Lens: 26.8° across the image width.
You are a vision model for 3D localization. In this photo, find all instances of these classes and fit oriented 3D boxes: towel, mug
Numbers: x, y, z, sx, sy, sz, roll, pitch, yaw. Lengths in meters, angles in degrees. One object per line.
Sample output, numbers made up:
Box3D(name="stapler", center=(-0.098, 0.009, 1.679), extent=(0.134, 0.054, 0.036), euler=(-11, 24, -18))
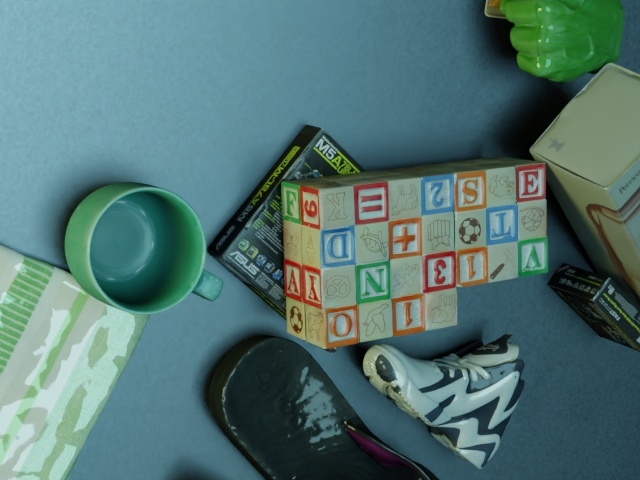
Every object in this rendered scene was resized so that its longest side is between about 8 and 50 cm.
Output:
Box3D(name="towel", center=(-0.359, 0.120, 1.348), extent=(0.325, 0.038, 0.247), euler=(27, 87, -30))
Box3D(name="mug", center=(-0.189, 0.016, 1.376), extent=(0.129, 0.097, 0.157), euler=(-33, 113, -23))

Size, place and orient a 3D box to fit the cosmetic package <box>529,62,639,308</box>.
Box3D(name="cosmetic package", center=(0.385, -0.048, 1.596), extent=(0.153, 0.129, 0.296), euler=(-48, 134, -7))

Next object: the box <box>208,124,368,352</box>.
Box3D(name="box", center=(0.000, 0.000, 1.504), extent=(0.191, 0.045, 0.184), euler=(42, 78, -28))

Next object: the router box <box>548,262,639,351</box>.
Box3D(name="router box", center=(0.355, 0.084, 1.675), extent=(0.122, 0.092, 0.038), euler=(42, 81, -28))

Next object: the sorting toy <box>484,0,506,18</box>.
Box3D(name="sorting toy", center=(0.233, -0.290, 1.578), extent=(0.083, 0.012, 0.062), euler=(1, 100, -27))

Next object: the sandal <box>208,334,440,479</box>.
Box3D(name="sandal", center=(0.046, 0.288, 1.542), extent=(0.446, 0.107, 0.167), euler=(46, 69, -27))

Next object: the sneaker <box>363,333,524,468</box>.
Box3D(name="sneaker", center=(0.161, 0.153, 1.591), extent=(0.235, 0.094, 0.153), euler=(42, 79, -28))

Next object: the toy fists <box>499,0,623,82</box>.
Box3D(name="toy fists", center=(0.273, -0.321, 1.534), extent=(0.142, 0.096, 0.279), euler=(0, 96, -45))

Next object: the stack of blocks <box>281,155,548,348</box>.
Box3D(name="stack of blocks", center=(0.109, 0.007, 1.487), extent=(0.297, 0.087, 0.171), euler=(-9, 102, -28))
